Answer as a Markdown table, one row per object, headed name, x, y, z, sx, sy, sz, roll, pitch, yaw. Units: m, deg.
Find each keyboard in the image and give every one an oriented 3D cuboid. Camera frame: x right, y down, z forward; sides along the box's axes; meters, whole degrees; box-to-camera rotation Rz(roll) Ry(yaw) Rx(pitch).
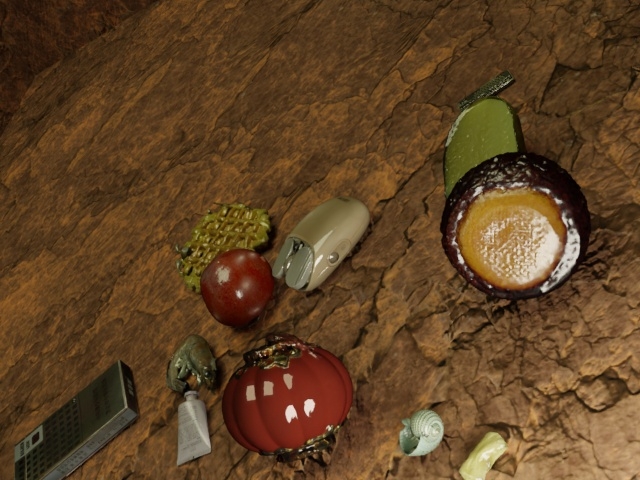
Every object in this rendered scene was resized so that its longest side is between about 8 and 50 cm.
| name | x | y | z | sx | sy | sz | roll | pitch | yaw |
| --- | --- | --- | --- | --- | --- | --- | --- | --- | --- |
| keyboard | 0.346 | -0.312 | 1.964 | 0.129 | 0.015 | 0.049 | -34 | 34 | 15 |

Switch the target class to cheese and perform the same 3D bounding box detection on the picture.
| name | x | y | z | sx | sy | sz | roll | pitch | yaw |
| --- | --- | --- | --- | --- | --- | --- | --- | --- | --- |
| cheese | 0.238 | 0.317 | 1.353 | 0.083 | 0.030 | 0.044 | -48 | 26 | -18 |

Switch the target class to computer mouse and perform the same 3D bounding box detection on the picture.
| name | x | y | z | sx | sy | sz | roll | pitch | yaw |
| --- | --- | --- | --- | --- | --- | --- | --- | --- | --- |
| computer mouse | 0.000 | 0.000 | 1.922 | 0.236 | 0.082 | 0.145 | -47 | 33 | -8 |

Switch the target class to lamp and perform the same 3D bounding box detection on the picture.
| name | x | y | z | sx | sy | sz | roll | pitch | yaw |
| --- | --- | --- | --- | --- | --- | --- | --- | --- | --- |
| lamp | -0.058 | 0.259 | 1.567 | 0.227 | 0.227 | 0.227 | -28 | 36 | 23 |

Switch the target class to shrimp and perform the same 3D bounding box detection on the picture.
| name | x | y | z | sx | sy | sz | roll | pitch | yaw |
| --- | --- | --- | --- | --- | --- | --- | --- | --- | --- |
| shrimp | -0.266 | 0.272 | 1.932 | 0.126 | 0.047 | 0.223 | -49 | 29 | 1 |

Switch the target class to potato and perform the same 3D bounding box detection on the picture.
| name | x | y | z | sx | sy | sz | roll | pitch | yaw |
| --- | --- | --- | --- | --- | --- | --- | --- | --- | --- |
| potato | 0.318 | -0.129 | 1.700 | 0.160 | 0.111 | 0.271 | -28 | 48 | 35 |

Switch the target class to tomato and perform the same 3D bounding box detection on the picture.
| name | x | y | z | sx | sy | sz | roll | pitch | yaw |
| --- | --- | --- | --- | --- | --- | --- | --- | --- | --- |
| tomato | -0.178 | 0.097 | 1.942 | 0.167 | 0.167 | 0.167 | -28 | 36 | 23 |

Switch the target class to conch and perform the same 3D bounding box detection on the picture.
| name | x | y | z | sx | sy | sz | roll | pitch | yaw |
| --- | --- | --- | --- | --- | --- | --- | --- | --- | --- |
| conch | 0.157 | 0.298 | 1.440 | 0.085 | 0.057 | 0.076 | 145 | 144 | -74 |

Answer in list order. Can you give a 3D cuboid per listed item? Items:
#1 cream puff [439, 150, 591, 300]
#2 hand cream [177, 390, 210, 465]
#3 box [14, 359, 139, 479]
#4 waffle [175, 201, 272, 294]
| name | x | y | z | sx | sy | sz | roll | pitch | yaw |
| --- | --- | --- | --- | --- | --- | --- | --- | --- | --- |
| cream puff | 0.313 | -0.025 | 1.492 | 0.239 | 0.239 | 0.165 | -28 | 6 | 22 |
| hand cream | -0.248 | 0.361 | 1.820 | 0.084 | 0.053 | 0.142 | -28 | 51 | 24 |
| box | -0.541 | 0.421 | 2.055 | 0.325 | 0.047 | 0.180 | -40 | 33 | 6 |
| waffle | -0.221 | 0.007 | 2.175 | 0.262 | 0.060 | 0.280 | -30 | 36 | 15 |
